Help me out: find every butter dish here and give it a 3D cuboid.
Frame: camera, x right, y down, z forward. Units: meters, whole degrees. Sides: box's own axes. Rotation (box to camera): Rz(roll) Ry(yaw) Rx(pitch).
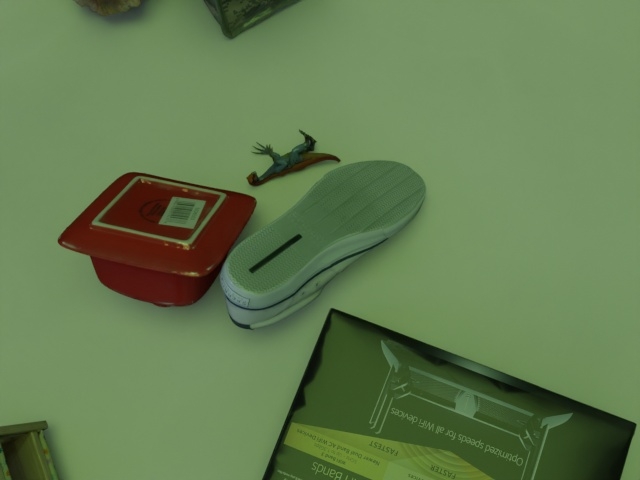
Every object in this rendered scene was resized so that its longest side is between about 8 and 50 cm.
[{"bbox_3d":[-0.161,0.015,0.880,0.159,0.118,0.160,11,33,10],"label":"butter dish"}]

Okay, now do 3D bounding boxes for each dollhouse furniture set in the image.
[{"bbox_3d":[-0.321,0.293,0.830,0.160,0.101,0.182,-30,73,20],"label":"dollhouse furniture set"}]

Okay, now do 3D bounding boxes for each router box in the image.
[{"bbox_3d":[0.108,0.233,0.812,0.308,0.081,0.243,21,75,9],"label":"router box"}]

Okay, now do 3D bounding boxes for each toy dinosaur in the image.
[{"bbox_3d":[-0.038,-0.083,0.938,0.090,0.047,0.082,37,97,2],"label":"toy dinosaur"}]

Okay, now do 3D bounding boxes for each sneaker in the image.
[{"bbox_3d":[0.000,0.000,0.888,0.258,0.091,0.094,-30,68,-28],"label":"sneaker"}]

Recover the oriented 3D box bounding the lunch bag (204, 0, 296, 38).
[{"bbox_3d":[-0.112,-0.396,0.906,0.168,0.287,0.235,-30,75,-6],"label":"lunch bag"}]

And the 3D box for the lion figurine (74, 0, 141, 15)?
[{"bbox_3d":[-0.365,-0.414,0.997,0.392,0.240,0.142,23,46,25],"label":"lion figurine"}]
